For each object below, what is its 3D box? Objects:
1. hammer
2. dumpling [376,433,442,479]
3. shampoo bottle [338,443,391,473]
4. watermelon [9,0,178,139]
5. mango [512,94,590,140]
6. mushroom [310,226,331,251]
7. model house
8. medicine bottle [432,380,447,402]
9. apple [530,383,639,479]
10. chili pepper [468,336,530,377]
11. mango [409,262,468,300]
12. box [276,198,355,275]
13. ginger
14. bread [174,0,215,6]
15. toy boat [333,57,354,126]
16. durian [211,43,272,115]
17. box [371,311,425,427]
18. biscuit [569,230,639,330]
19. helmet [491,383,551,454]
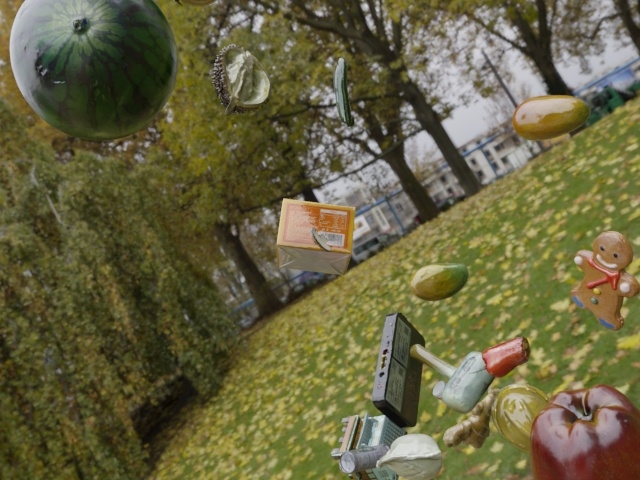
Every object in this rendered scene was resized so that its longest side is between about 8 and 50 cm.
[{"bbox_3d":[0.405,0.419,1.950,0.202,0.113,0.305,-46,40,-19],"label":"hammer"},{"bbox_3d":[0.252,0.623,1.710,0.179,0.131,0.252,0,-15,-8],"label":"dumpling"},{"bbox_3d":[0.155,0.677,1.868,0.214,0.072,0.072,9,-32,-44],"label":"shampoo bottle"},{"bbox_3d":[-0.465,-0.376,1.250,0.363,0.363,0.363,-29,-6,-4],"label":"watermelon"},{"bbox_3d":[0.614,-0.333,1.615,0.151,0.120,0.221,-15,10,-15],"label":"mango"},{"bbox_3d":[0.000,0.000,1.987,0.019,0.101,0.049,-33,8,44],"label":"mushroom"},{"bbox_3d":[0.188,0.732,2.105,0.215,0.198,0.224,-16,22,25],"label":"model house"},{"bbox_3d":[0.418,0.506,1.959,0.057,0.089,0.057,-50,13,17],"label":"medicine bottle"},{"bbox_3d":[0.613,0.489,1.326,0.288,0.317,0.288,-20,17,7],"label":"apple"},{"bbox_3d":[0.484,0.326,1.628,0.192,0.086,0.084,-34,25,30],"label":"chili pepper"},{"bbox_3d":[0.390,0.131,1.960,0.194,0.130,0.092,-26,12,9],"label":"mango"},{"bbox_3d":[-0.021,-0.014,2.334,0.283,0.214,0.259,8,-21,-1],"label":"box"},{"bbox_3d":[0.583,0.663,2.212,0.333,0.148,0.081,-42,2,-28],"label":"ginger"},{"bbox_3d":[-0.291,-0.601,1.393,0.122,0.073,0.149,-11,-6,28],"label":"bread"},{"bbox_3d":[0.070,-0.454,1.844,0.052,0.210,0.104,-7,17,-1],"label":"toy boat"},{"bbox_3d":[-0.195,-0.348,1.365,0.148,0.188,0.091,33,-39,-31],"label":"durian"},{"bbox_3d":[0.272,0.437,2.038,0.058,0.211,0.350,-17,42,36],"label":"box"},{"bbox_3d":[0.823,0.110,1.747,0.049,0.205,0.324,-24,-44,-24],"label":"biscuit"},{"bbox_3d":[0.674,0.598,1.935,0.205,0.257,0.140,-39,-5,12],"label":"helmet"}]
